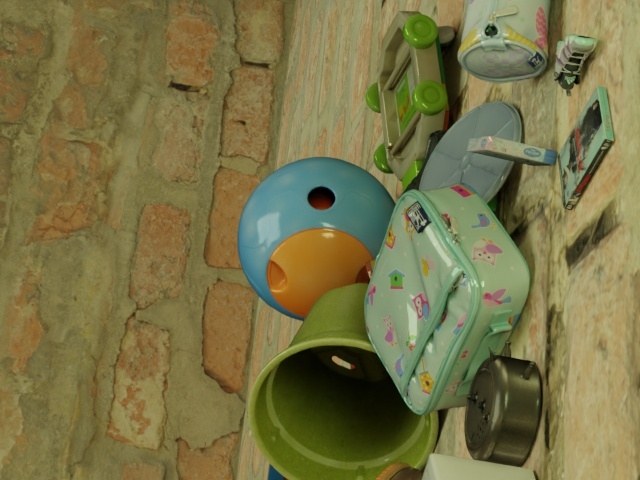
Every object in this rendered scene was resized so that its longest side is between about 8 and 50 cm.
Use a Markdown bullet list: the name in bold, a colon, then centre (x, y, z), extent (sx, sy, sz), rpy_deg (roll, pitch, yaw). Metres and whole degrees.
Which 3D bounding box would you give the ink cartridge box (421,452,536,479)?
- **ink cartridge box**: centre (0.153, 0.422, 1.486), extent (0.226, 0.131, 0.306), rpy_deg (-103, 27, -67)

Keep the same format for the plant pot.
- **plant pot**: centre (0.050, 0.201, 2.053), extent (0.254, 0.276, 0.276), rpy_deg (-72, -2, -61)

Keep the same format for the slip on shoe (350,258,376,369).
- **slip on shoe**: centre (0.083, 0.171, 2.252), extent (0.123, 0.101, 0.331), rpy_deg (-103, 24, -63)

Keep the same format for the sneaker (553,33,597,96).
- **sneaker**: centre (0.299, -0.205, 1.617), extent (0.098, 0.038, 0.069), rpy_deg (139, 141, -90)

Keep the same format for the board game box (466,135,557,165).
- **board game box**: centre (0.237, -0.111, 1.701), extent (0.090, 0.090, 0.020), rpy_deg (-165, 86, -80)

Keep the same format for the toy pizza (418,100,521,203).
- **toy pizza**: centre (0.210, -0.100, 1.881), extent (0.201, 0.032, 0.201), rpy_deg (-41, 32, 32)

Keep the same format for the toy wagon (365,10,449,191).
- **toy wagon**: centre (0.150, -0.203, 2.279), extent (0.267, 0.068, 0.344), rpy_deg (122, 143, -67)

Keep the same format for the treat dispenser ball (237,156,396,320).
- **treat dispenser ball**: centre (0.000, 0.000, 2.360), extent (0.288, 0.288, 0.288), rpy_deg (-169, 90, -80)

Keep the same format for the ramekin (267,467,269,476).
- **ramekin**: centre (-0.035, 0.449, 2.598), extent (0.207, 0.109, 0.207), rpy_deg (-170, 90, -80)

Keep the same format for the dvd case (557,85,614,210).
- **dvd case**: centre (0.301, -0.104, 1.555), extent (0.119, 0.013, 0.087), rpy_deg (110, 166, -48)

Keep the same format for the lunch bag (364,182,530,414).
- **lunch bag**: centre (0.157, 0.078, 1.767), extent (0.279, 0.108, 0.224), rpy_deg (107, 148, -41)

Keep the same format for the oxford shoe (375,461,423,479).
- **oxford shoe**: centre (0.113, 0.433, 1.808), extent (0.363, 0.133, 0.130), rpy_deg (-68, -35, -52)

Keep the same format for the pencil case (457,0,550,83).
- **pencil case**: centre (0.246, -0.343, 1.801), extent (0.113, 0.124, 0.273), rpy_deg (-8, 62, 34)

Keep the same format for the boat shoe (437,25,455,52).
- **boat shoe**: centre (0.199, -0.341, 2.336), extent (0.040, 0.049, 0.142), rpy_deg (67, 171, -16)

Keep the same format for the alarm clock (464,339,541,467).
- **alarm clock**: centre (0.207, 0.220, 1.609), extent (0.129, 0.064, 0.192), rpy_deg (-132, 51, -78)

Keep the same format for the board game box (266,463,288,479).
- **board game box**: centre (-0.035, 0.490, 2.287), extent (0.308, 0.086, 0.302), rpy_deg (-84, -7, -70)

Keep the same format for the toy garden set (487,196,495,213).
- **toy garden set**: centre (0.194, -0.027, 1.976), extent (0.204, 0.049, 0.244), rpy_deg (112, 165, -49)

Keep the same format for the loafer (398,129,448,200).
- **loafer**: centre (0.162, -0.066, 2.121), extent (0.076, 0.078, 0.223), rpy_deg (152, 128, -77)
